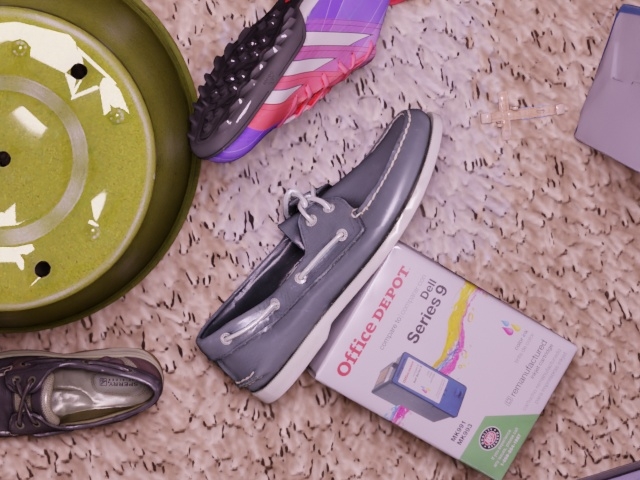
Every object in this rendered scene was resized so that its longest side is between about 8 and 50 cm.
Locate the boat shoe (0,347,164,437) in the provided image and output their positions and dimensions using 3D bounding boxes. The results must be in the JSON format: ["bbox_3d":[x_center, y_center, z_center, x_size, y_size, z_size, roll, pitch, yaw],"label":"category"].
[{"bbox_3d":[-0.257,0.143,1.828,0.224,0.073,0.080,-6,96,-8],"label":"boat shoe"}]

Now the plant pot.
[{"bbox_3d":[-0.270,-0.076,1.664,0.367,0.353,0.366,-1,96,-8],"label":"plant pot"}]

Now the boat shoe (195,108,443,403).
[{"bbox_3d":[0.000,0.000,1.832,0.099,0.116,0.319,33,95,-14],"label":"boat shoe"}]

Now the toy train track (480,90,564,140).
[{"bbox_3d":[0.198,-0.123,1.899,0.083,0.014,0.048,-8,97,-8],"label":"toy train track"}]

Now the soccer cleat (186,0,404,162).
[{"bbox_3d":[-0.009,-0.170,1.761,0.116,0.109,0.318,48,51,-24],"label":"soccer cleat"}]

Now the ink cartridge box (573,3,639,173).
[{"bbox_3d":[0.465,-0.082,1.812,0.396,0.270,0.151,20,98,-10],"label":"ink cartridge box"}]

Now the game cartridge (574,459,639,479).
[{"bbox_3d":[0.323,0.337,1.942,0.355,0.068,0.230,-17,94,-6],"label":"game cartridge"}]

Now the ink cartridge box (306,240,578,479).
[{"bbox_3d":[0.113,0.111,1.870,0.212,0.093,0.154,31,91,-8],"label":"ink cartridge box"}]
